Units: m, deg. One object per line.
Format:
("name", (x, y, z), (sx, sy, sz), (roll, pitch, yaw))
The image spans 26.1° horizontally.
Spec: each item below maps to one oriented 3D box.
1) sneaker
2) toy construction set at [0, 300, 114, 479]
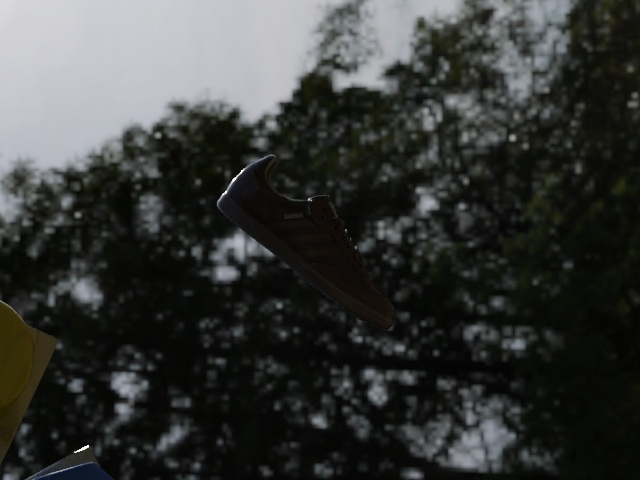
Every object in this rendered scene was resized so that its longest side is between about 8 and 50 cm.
("sneaker", (0.000, 0.000, 1.196), (0.071, 0.188, 0.066), (-52, -6, -2))
("toy construction set", (-0.133, 0.184, 0.284), (0.215, 0.327, 0.151), (50, 165, 0))
